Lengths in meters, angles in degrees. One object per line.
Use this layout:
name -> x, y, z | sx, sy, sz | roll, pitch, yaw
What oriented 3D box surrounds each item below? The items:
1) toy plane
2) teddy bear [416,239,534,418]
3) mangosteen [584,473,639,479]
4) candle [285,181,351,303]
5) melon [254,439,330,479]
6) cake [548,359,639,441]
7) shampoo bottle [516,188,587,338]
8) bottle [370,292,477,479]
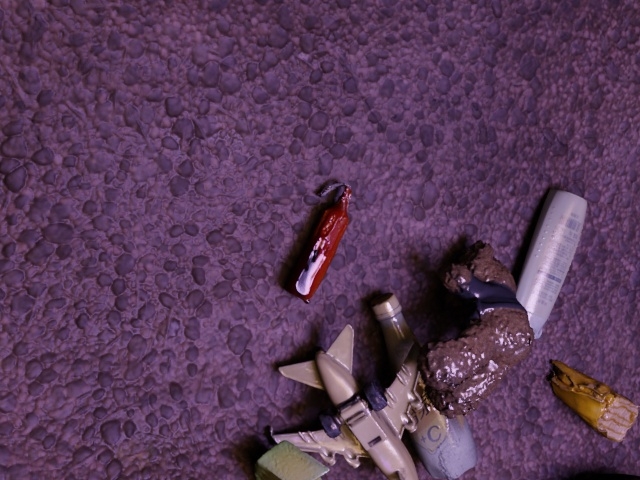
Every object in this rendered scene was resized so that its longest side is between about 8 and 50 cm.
toy plane -> 0.058, 0.234, 1.343 | 0.229, 0.092, 0.244 | -33, 96, 6
teddy bear -> 0.216, 0.117, 1.359 | 0.182, 0.129, 0.251 | 72, 29, -46
mangosteen -> 0.446, 0.489, 1.513 | 0.287, 0.233, 0.288 | -2, 97, -20
candle -> 0.000, 0.000, 1.327 | 0.162, 0.048, 0.053 | -65, 151, -3
melon -> -0.009, 0.340, 1.339 | 0.064, 0.118, 0.209 | -46, 127, -26
cake -> 0.402, 0.244, 1.561 | 0.185, 0.116, 0.080 | 21, 95, -58
shampoo bottle -> 0.320, 0.033, 1.477 | 0.072, 0.049, 0.212 | 24, 87, -29
bottle -> 0.134, 0.194, 1.398 | 0.083, 0.083, 0.270 | -28, 105, -19
